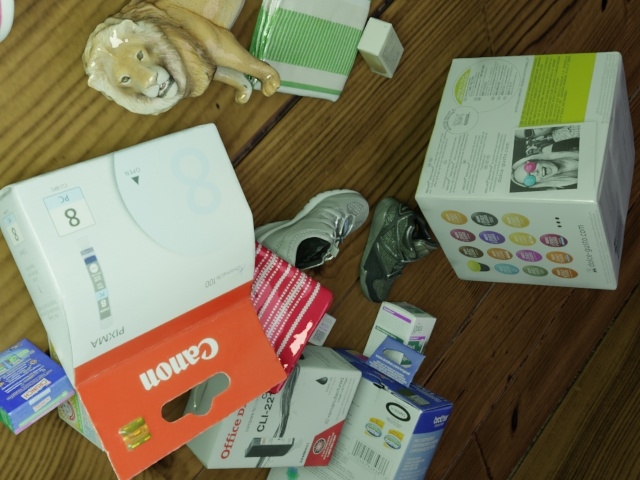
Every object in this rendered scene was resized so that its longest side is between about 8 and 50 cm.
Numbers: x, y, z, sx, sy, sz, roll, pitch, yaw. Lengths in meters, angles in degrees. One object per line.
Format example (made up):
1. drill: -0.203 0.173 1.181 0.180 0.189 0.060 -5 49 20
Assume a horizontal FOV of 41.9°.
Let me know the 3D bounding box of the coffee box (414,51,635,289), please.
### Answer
1. coffee box: 0.418 -0.132 1.653 0.338 0.334 0.338 53 47 -51

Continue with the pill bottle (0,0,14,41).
1. pill bottle: -0.432 -0.214 0.722 0.283 0.160 0.160 -31 133 -39

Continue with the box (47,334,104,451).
1. box: -0.303 0.171 1.170 0.103 0.114 0.203 -27 129 -42

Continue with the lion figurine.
1. lion figurine: -0.135 -0.325 1.067 0.240 0.142 0.392 26 80 -34

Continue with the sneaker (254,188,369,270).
1. sneaker: 0.000 0.000 1.454 0.281 0.115 0.105 -31 133 -38

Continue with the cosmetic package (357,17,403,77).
1. cosmetic package: 0.103 -0.326 1.422 0.060 0.041 0.115 -66 162 -3

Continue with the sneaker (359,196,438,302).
1. sneaker: 0.155 0.039 1.671 0.087 0.130 0.228 -12 122 -47

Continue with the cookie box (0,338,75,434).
1. cookie box: -0.387 0.186 1.077 0.091 0.107 0.040 -35 136 -35

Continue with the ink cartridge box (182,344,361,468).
1. ink cartridge box: -0.087 0.288 1.473 0.272 0.114 0.197 12 102 -39

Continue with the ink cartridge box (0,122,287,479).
1. ink cartridge box: -0.201 0.067 1.090 0.308 0.091 0.385 -26 94 -42

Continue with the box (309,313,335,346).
1. box: -0.080 0.113 1.468 0.324 0.063 0.067 33 83 -55

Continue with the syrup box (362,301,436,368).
1. syrup box: 0.157 0.257 1.839 0.093 0.096 0.237 8 106 -53

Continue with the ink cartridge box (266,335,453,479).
1. ink cartridge box: 0.083 0.392 1.674 0.151 0.270 0.396 7 106 -55

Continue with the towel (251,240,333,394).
1. towel: -0.129 0.100 1.300 0.274 0.031 0.199 34 85 -22

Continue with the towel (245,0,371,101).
1. towel: 0.000 -0.383 1.287 0.247 0.038 0.325 -4 112 -53
